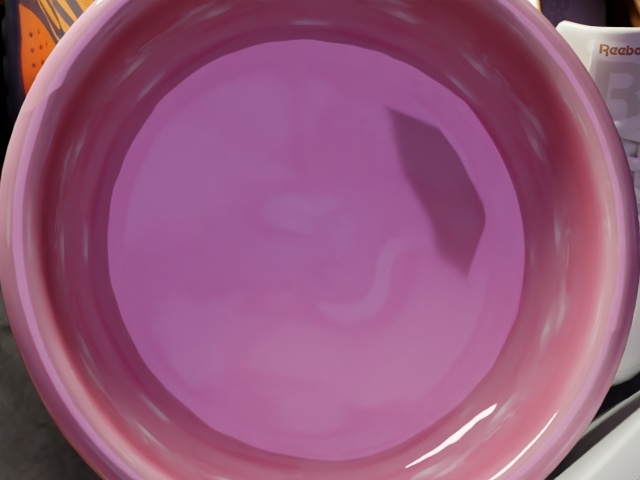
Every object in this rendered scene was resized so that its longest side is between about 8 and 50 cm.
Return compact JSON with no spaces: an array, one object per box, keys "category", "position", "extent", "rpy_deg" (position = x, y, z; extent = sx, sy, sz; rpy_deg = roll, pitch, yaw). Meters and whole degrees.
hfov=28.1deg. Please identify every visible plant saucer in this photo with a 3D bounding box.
[{"category":"plant saucer","position":[0.000,0.000,0.677],"extent":[0.332,0.084,0.332],"rpy_deg":[2,82,-11]}]

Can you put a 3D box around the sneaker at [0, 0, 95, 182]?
[{"category":"sneaker","position":[-0.178,-0.159,0.723],"extent":[0.124,0.180,0.321],"rpy_deg":[-14,76,6]}]

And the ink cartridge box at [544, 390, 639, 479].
[{"category":"ink cartridge box","position":[0.182,0.238,0.618],"extent":[0.309,0.130,0.272],"rpy_deg":[-30,78,-43]}]

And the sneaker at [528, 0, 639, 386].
[{"category":"sneaker","position":[0.158,-0.060,0.772],"extent":[0.105,0.123,0.290],"rpy_deg":[-3,76,-9]}]
